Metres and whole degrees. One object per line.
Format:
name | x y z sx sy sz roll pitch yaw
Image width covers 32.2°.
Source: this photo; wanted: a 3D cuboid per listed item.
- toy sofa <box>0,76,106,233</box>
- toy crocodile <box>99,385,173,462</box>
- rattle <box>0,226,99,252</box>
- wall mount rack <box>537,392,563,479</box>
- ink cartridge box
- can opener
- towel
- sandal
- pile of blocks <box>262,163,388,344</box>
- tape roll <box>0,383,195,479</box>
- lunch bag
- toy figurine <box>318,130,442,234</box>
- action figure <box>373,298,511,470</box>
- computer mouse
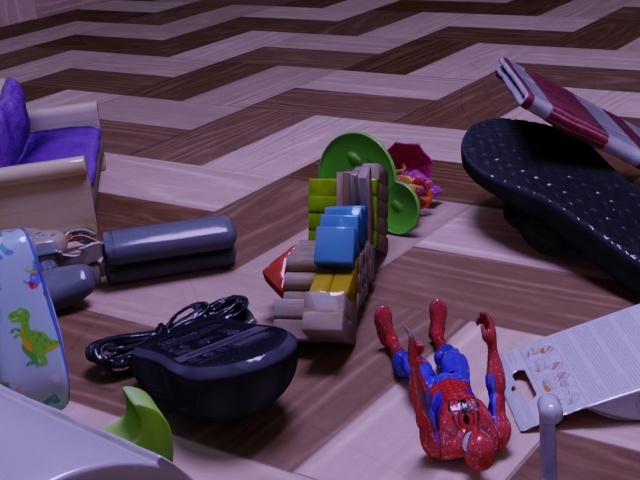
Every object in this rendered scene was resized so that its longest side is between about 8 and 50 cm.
toy sofa | -0.410 -0.134 1.653 0.150 0.177 0.362 -7 20 -6
toy crocodile | -0.283 0.198 0.867 0.340 0.105 0.115 -9 21 -9
rattle | -0.392 -0.031 1.447 0.199 0.143 0.130 -12 3 -3
wall mount rack | 0.257 0.202 0.710 0.350 0.130 0.304 -3 21 7
ink cartridge box | 0.263 0.129 1.048 0.179 0.045 0.145 -22 21 5
can opener | -0.238 0.039 1.350 0.283 0.076 0.095 -9 54 -12
towel | 0.387 -0.133 1.460 0.329 0.037 0.237 26 18 -9
sandal | 0.310 -0.026 1.358 0.167 0.107 0.446 -12 35 -22
pile of blocks | 0.000 0.000 1.259 0.112 0.149 0.362 0 22 11
tape roll | -0.188 0.214 0.615 0.169 0.246 0.246 13 27 39
lunch bag | -0.299 0.089 0.999 0.090 0.176 0.219 -14 -4 -28
toy figurine | 0.111 -0.083 1.533 0.173 0.130 0.159 36 30 27
action figure | 0.109 0.099 1.010 0.091 0.139 0.280 -8 24 -6
computer mouse | -0.104 0.123 1.087 0.188 0.072 0.272 -18 12 -25
